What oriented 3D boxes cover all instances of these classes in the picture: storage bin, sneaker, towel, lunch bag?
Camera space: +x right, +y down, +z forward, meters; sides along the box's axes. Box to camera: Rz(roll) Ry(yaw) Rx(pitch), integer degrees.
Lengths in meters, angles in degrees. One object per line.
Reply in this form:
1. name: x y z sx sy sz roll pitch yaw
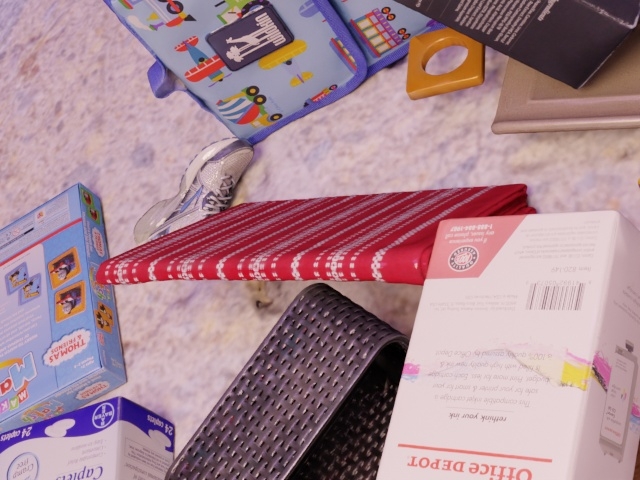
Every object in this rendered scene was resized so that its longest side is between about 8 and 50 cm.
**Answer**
1. storage bin: -0.003 0.135 0.779 0.084 0.122 0.180 31 82 41
2. sneaker: -0.098 -0.029 0.997 0.135 0.052 0.058 -49 58 8
3. towel: 0.000 0.000 0.839 0.275 0.199 0.031 -2 103 32
4. lunch bag: -0.032 -0.221 0.949 0.293 0.221 0.138 -36 49 10

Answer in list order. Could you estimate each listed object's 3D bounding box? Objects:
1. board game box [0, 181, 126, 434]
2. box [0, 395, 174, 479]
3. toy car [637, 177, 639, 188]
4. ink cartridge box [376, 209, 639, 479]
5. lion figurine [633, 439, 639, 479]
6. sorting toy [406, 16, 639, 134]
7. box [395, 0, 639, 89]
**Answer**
1. board game box: -0.262 0.069 1.043 0.160 0.039 0.211 -28 50 16
2. box: -0.186 0.207 0.888 0.126 0.072 0.137 -20 54 23
3. toy car: 0.224 0.009 0.763 0.060 0.040 0.122 -34 50 12
4. ink cartridge box: 0.104 0.088 0.606 0.115 0.067 0.198 -2 63 42
5. lion figurine: 0.172 0.167 0.661 0.240 0.142 0.392 30 95 33
6. sorting toy: 0.231 -0.149 0.853 0.347 0.047 0.196 1 57 30
7. box: 0.151 -0.217 0.802 0.158 0.093 0.156 25 65 -3
